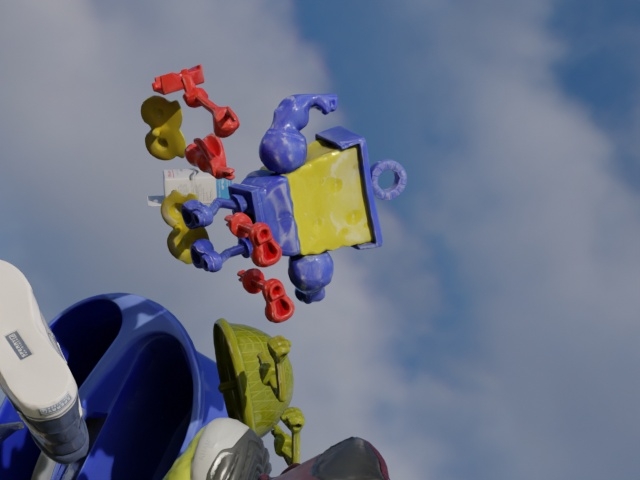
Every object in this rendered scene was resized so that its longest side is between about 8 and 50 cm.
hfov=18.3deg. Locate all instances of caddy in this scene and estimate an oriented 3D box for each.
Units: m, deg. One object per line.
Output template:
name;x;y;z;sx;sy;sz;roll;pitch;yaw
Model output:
caddy;-0.229;0.225;2.078;0.241;0.341;0.179;26;0;34

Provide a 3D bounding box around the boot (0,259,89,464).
boot;-0.250;0.102;1.654;0.086;0.069;0.190;80;-17;-45

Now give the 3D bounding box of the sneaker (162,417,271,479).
sneaker;-0.160;0.289;1.515;0.147;0.145;0.385;30;-68;8

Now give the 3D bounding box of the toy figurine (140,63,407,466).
toy figurine;0.000;0.000;1.783;0.191;0.217;0.363;17;-57;59

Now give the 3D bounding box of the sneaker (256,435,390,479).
sneaker;-0.051;0.185;1.175;0.281;0.162;0.106;-5;-68;35

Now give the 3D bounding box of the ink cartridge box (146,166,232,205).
ink cartridge box;-0.130;-0.053;1.957;0.048;0.083;0.028;-119;-154;-75

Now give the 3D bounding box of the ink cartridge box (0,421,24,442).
ink cartridge box;-0.446;0.271;1.667;0.324;0.330;0.071;-39;-112;32
